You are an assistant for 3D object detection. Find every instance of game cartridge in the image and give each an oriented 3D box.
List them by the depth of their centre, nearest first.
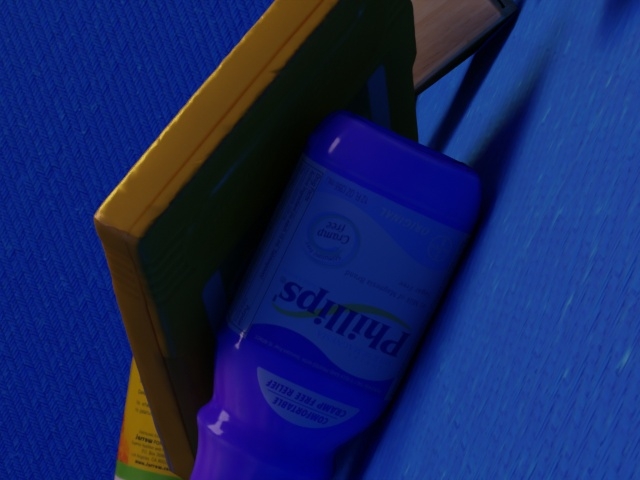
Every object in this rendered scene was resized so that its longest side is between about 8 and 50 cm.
[{"bbox_3d":[-0.024,-0.016,1.273,0.285,0.053,0.323,-52,-22,-25],"label":"game cartridge"}]

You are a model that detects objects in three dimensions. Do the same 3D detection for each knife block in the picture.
[{"bbox_3d":[0.022,-0.133,1.583,0.242,0.088,0.276,-37,0,-9],"label":"knife block"}]

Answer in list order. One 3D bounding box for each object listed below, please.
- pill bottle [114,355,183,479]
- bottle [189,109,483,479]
[{"bbox_3d":[-0.074,0.084,1.471,0.136,0.136,0.245,-179,98,-86],"label":"pill bottle"},{"bbox_3d":[-0.005,0.064,1.192,0.283,0.118,0.092,-64,11,7],"label":"bottle"}]
